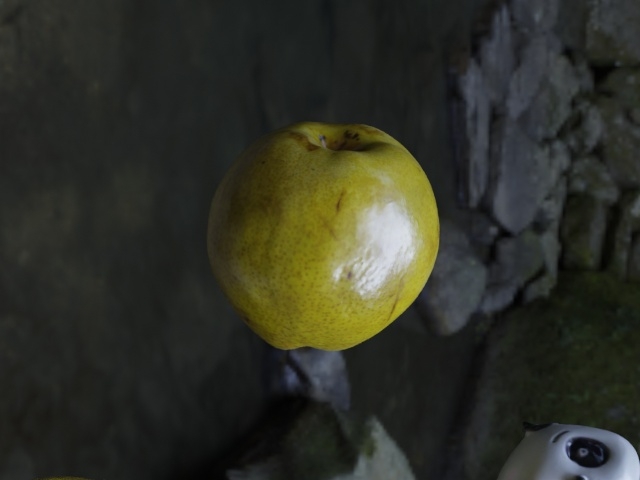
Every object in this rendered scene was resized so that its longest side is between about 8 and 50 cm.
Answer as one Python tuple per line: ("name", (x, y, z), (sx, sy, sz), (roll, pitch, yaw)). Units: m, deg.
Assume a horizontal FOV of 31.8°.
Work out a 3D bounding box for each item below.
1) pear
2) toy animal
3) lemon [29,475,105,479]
("pear", (0.000, 0.000, 0.987), (0.209, 0.209, 0.208), (2, 90, -71))
("toy animal", (0.317, 0.325, 1.324), (0.187, 0.235, 0.165), (-53, -173, -23))
("lemon", (-0.258, 0.351, 1.121), (0.263, 0.236, 0.235), (51, 42, -42))
